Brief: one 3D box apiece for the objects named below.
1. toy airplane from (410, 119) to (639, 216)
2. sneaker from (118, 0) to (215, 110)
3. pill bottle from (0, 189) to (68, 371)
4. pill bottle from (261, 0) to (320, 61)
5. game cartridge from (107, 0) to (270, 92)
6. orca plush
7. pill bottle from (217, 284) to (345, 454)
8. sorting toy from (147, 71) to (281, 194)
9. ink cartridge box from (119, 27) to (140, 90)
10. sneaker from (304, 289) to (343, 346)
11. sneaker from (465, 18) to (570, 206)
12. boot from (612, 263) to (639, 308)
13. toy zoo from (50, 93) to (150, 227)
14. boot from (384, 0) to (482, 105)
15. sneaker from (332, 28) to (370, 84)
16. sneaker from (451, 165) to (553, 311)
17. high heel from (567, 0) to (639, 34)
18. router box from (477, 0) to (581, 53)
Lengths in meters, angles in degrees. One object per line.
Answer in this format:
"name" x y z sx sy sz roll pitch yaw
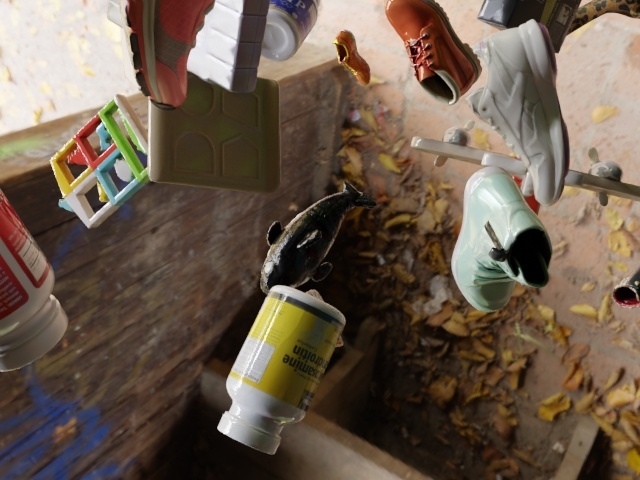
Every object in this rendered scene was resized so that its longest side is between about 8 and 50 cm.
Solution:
"toy airplane" 0.441 -0.160 1.510 0.386 0.272 0.384 31 158 -31
"sneaker" -0.138 -0.268 0.719 0.313 0.136 0.116 95 160 -44
"pill bottle" -0.646 0.040 1.312 0.229 0.229 0.407 4 130 34
"pill bottle" -0.067 -0.459 1.451 0.112 0.186 0.112 13 136 12
"game cartridge" -0.202 -0.382 1.057 0.355 0.068 0.230 36 129 35
"orca plush" 0.000 0.000 1.394 0.151 0.287 0.102 59 163 -9
"pill bottle" -0.050 0.154 0.849 0.103 0.184 0.103 24 168 5
"sorting toy" -0.180 -0.236 1.211 0.041 0.229 0.307 -17 72 60
"ink cartridge box" -0.300 -0.434 1.528 0.100 0.237 0.171 42 138 44
"sneaker" -0.016 0.161 1.298 0.215 0.083 0.084 66 -176 -60
"sneaker" 0.331 -0.202 1.189 0.152 0.114 0.305 -11 99 16
"boot" 0.764 0.066 1.553 0.085 0.179 0.236 52 160 4
"toy zoo" -0.494 -0.162 1.589 0.293 0.030 0.192 -36 80 23
"boot" 0.129 -0.237 0.867 0.158 0.084 0.059 44 143 -11
"sneaker" 0.079 -0.479 1.891 0.064 0.067 0.175 19 154 47
"sneaker" 0.249 0.042 0.970 0.094 0.151 0.255 -15 132 -4
"high heel" 0.662 -0.508 1.677 0.261 0.093 0.186 25 102 10
"router box" 0.480 -0.576 1.491 0.081 0.243 0.308 34 110 40
